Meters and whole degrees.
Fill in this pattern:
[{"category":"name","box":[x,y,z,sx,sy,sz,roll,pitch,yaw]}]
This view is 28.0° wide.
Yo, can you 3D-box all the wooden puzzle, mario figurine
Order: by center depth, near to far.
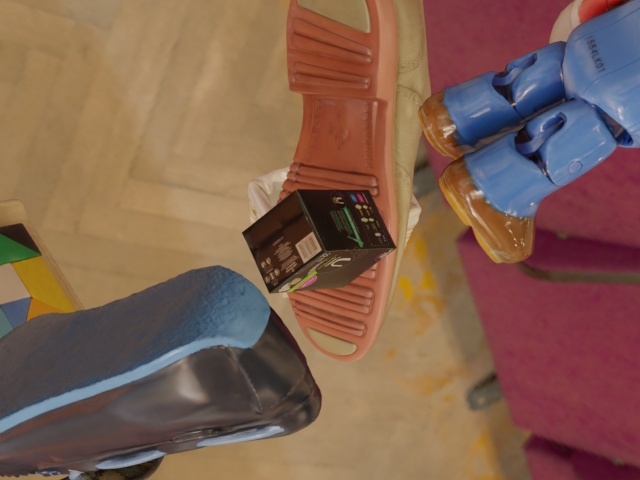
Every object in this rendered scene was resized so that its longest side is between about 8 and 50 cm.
[{"category":"mario figurine","box":[0.237,-0.097,0.824,0.320,0.198,0.170,-29,172,21]},{"category":"wooden puzzle","box":[-0.383,0.062,1.542,0.044,0.238,0.221,-38,167,33]}]

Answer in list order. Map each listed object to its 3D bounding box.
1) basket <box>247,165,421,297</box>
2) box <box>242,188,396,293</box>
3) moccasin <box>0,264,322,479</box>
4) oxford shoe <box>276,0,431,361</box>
[{"category":"basket","box":[0.011,-0.019,1.432,0.167,0.113,0.103,-17,145,-20]},{"category":"box","box":[0.000,0.000,0.906,0.062,0.052,0.083,-37,160,33]},{"category":"moccasin","box":[-0.145,0.119,0.832,0.117,0.342,0.137,48,51,-24]},{"category":"oxford shoe","box":[0.053,-0.074,1.249,0.146,0.140,0.397,-23,124,-50]}]
